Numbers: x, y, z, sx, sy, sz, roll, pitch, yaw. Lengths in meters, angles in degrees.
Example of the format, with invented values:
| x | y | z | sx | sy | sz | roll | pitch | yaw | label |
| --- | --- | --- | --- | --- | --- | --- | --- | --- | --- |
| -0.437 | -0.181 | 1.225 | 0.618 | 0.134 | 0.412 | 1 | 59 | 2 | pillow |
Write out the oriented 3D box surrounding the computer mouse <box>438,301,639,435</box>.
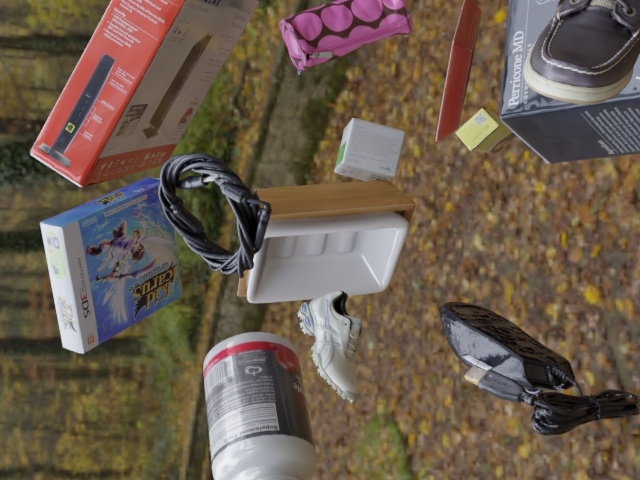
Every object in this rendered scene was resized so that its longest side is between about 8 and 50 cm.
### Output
| x | y | z | sx | sy | sz | roll | pitch | yaw | label |
| --- | --- | --- | --- | --- | --- | --- | --- | --- | --- |
| 0.202 | 0.147 | 0.992 | 0.262 | 0.184 | 0.060 | 32 | 111 | 43 | computer mouse |

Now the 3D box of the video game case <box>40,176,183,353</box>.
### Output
| x | y | z | sx | sy | sz | roll | pitch | yaw | label |
| --- | --- | --- | --- | --- | --- | --- | --- | --- | --- |
| -0.373 | 0.040 | 1.642 | 0.061 | 0.269 | 0.244 | 12 | 117 | 31 | video game case |

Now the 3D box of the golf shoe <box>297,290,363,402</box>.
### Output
| x | y | z | sx | sy | sz | roll | pitch | yaw | label |
| --- | --- | --- | --- | --- | --- | --- | --- | --- | --- |
| 0.030 | 0.150 | 1.323 | 0.086 | 0.069 | 0.176 | -34 | 57 | 16 | golf shoe |

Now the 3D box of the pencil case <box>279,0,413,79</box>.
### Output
| x | y | z | sx | sy | sz | roll | pitch | yaw | label |
| --- | --- | --- | --- | --- | --- | --- | --- | --- | --- |
| 0.045 | -0.336 | 1.419 | 0.098 | 0.209 | 0.095 | -129 | 18 | -55 | pencil case |

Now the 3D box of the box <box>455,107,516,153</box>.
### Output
| x | y | z | sx | sy | sz | roll | pitch | yaw | label |
| --- | --- | --- | --- | --- | --- | --- | --- | --- | --- |
| 0.389 | -0.247 | 2.038 | 0.087 | 0.232 | 0.058 | -43 | 75 | 23 | box |

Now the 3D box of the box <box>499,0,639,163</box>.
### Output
| x | y | z | sx | sy | sz | roll | pitch | yaw | label |
| --- | --- | --- | --- | --- | --- | --- | --- | --- | --- |
| 0.507 | -0.308 | 1.383 | 0.395 | 0.212 | 0.294 | -5 | 70 | 37 | box |

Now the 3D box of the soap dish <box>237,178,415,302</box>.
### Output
| x | y | z | sx | sy | sz | roll | pitch | yaw | label |
| --- | --- | --- | --- | --- | --- | --- | --- | --- | --- |
| 0.000 | 0.000 | 1.575 | 0.229 | 0.290 | 0.118 | 103 | 156 | -50 | soap dish |

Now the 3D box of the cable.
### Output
| x | y | z | sx | sy | sz | roll | pitch | yaw | label |
| --- | --- | --- | --- | --- | --- | --- | --- | --- | --- |
| -0.137 | -0.025 | 1.099 | 0.047 | 0.150 | 0.184 | -57 | -7 | -37 | cable |

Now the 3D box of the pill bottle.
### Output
| x | y | z | sx | sy | sz | roll | pitch | yaw | label |
| --- | --- | --- | --- | --- | --- | --- | --- | --- | --- |
| -0.102 | 0.330 | 1.524 | 0.176 | 0.176 | 0.319 | 107 | 158 | -45 | pill bottle |

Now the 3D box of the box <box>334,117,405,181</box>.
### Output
| x | y | z | sx | sy | sz | roll | pitch | yaw | label |
| --- | --- | --- | --- | --- | --- | --- | --- | --- | --- |
| 0.088 | -0.158 | 1.605 | 0.101 | 0.102 | 0.087 | 144 | 140 | -81 | box |

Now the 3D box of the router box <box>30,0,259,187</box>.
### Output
| x | y | z | sx | sy | sz | roll | pitch | yaw | label |
| --- | --- | --- | --- | --- | --- | --- | --- | --- | --- |
| -0.226 | -0.234 | 1.224 | 0.301 | 0.082 | 0.335 | -57 | -2 | 13 | router box |

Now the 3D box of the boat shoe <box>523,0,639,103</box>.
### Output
| x | y | z | sx | sy | sz | roll | pitch | yaw | label |
| --- | --- | --- | --- | --- | --- | --- | --- | --- | --- |
| 0.278 | -0.224 | 0.872 | 0.285 | 0.102 | 0.092 | -44 | -32 | -42 | boat shoe |

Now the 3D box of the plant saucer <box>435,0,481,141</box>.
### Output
| x | y | z | sx | sy | sz | roll | pitch | yaw | label |
| --- | --- | --- | --- | --- | --- | --- | --- | --- | --- |
| 0.320 | -0.394 | 2.043 | 0.259 | 0.047 | 0.258 | -68 | -13 | -48 | plant saucer |
